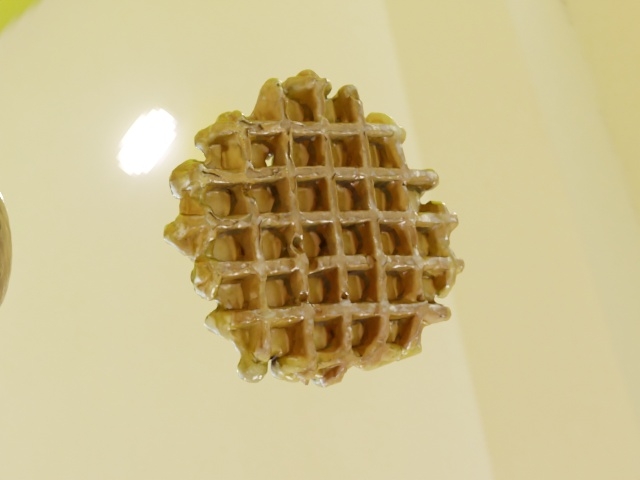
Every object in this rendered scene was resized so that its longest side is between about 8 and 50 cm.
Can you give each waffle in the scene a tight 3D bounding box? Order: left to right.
[{"bbox_3d":[0.000,-0.005,1.061,0.038,0.191,0.191,-22,-137,53],"label":"waffle"}]

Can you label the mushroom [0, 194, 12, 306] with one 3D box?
[{"bbox_3d":[-0.331,-0.007,1.315,0.253,0.253,0.153,-90,-155,-43],"label":"mushroom"}]
